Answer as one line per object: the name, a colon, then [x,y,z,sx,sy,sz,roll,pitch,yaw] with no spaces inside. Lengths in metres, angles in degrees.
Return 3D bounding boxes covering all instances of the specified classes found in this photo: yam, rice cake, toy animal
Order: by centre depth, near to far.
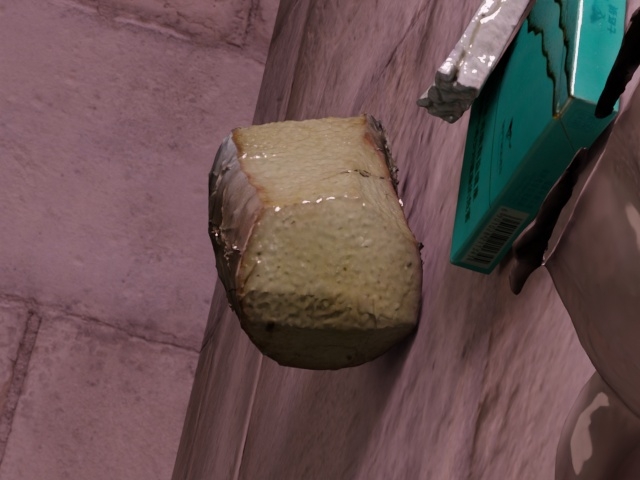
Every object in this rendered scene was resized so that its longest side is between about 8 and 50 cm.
toy animal: [0.174,-0.018,0.590,0.208,0.154,0.325,-48,-18,-39]
rice cake: [0.146,-0.194,1.236,0.211,0.038,0.124,-60,0,-11]
yam: [-0.003,0.005,1.491,0.271,0.202,0.201,-116,21,-73]

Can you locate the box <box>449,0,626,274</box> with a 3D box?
box: [0.158,-0.097,1.147,0.226,0.042,0.161,120,163,-55]
